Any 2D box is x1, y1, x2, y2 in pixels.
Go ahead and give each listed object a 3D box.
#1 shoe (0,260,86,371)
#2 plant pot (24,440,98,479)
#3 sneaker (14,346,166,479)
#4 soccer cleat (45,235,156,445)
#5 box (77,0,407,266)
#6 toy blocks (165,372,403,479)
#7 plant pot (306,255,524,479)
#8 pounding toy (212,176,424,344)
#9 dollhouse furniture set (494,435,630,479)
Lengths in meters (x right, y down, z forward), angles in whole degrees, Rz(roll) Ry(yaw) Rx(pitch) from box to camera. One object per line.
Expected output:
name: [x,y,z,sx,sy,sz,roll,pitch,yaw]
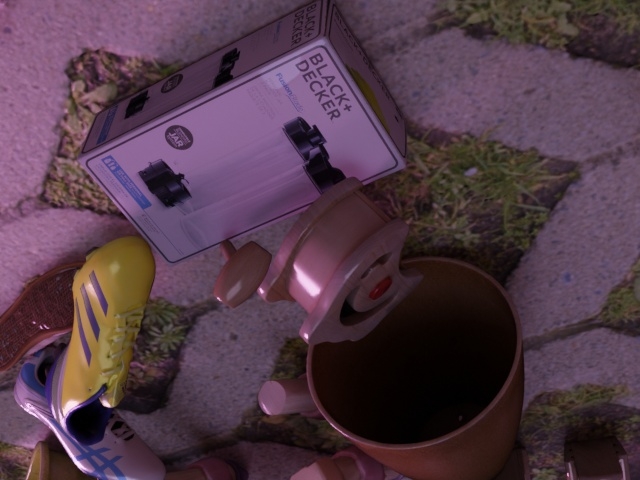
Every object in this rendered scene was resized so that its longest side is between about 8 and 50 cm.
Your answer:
shoe: [-0.331,0.084,1.205,0.219,0.058,0.076,-32,98,22]
plant pot: [-0.282,0.429,1.359,0.254,0.276,0.276,12,129,-19]
sneaker: [-0.284,0.223,1.237,0.237,0.085,0.086,36,112,15]
soccer cleat: [-0.234,0.116,1.109,0.093,0.121,0.289,-5,138,-37]
box: [-0.076,-0.103,1.008,0.290,0.087,0.169,-22,124,20]
toy blocks: [-0.008,0.359,1.268,0.288,0.309,0.260,-40,155,23]
plant pot: [0.140,0.185,1.155,0.237,0.237,0.254,-14,140,15]
pounding toy: [0.000,0.000,1.000,0.155,0.269,0.154,44,103,20]
dollhouse furniture set: [0.267,0.439,1.260,0.286,0.198,0.303,-9,98,10]
